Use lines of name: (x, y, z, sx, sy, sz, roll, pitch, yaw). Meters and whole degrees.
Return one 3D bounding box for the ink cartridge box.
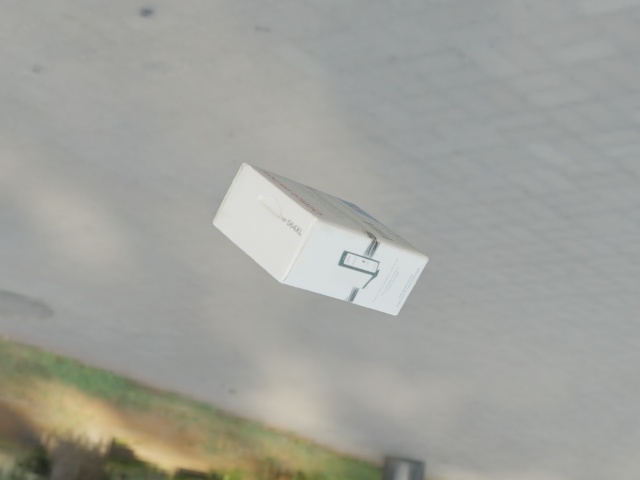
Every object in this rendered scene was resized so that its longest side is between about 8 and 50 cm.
ink cartridge box: (0.000, 0.000, 1.550, 0.203, 0.086, 0.148, 18, -165, -46)
